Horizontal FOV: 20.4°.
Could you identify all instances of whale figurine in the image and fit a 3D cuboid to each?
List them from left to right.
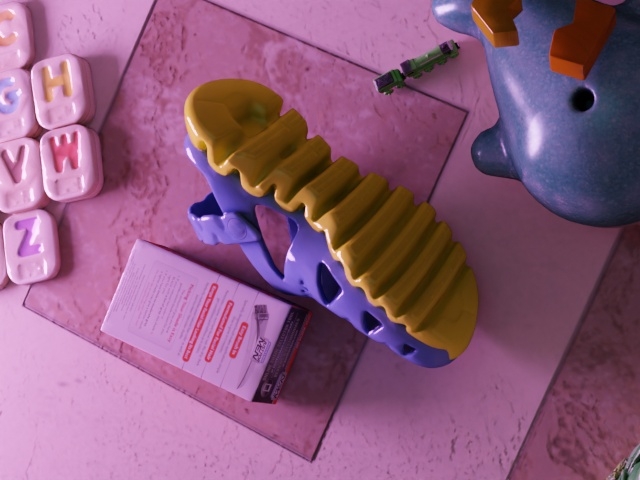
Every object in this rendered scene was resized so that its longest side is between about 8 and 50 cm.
[{"bbox_3d":[0.196,-0.136,1.427,0.216,0.141,0.272,-42,71,14],"label":"whale figurine"}]

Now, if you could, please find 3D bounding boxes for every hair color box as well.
[{"bbox_3d":[-0.102,0.072,1.582,0.167,0.053,0.093,23,92,26],"label":"hair color box"}]

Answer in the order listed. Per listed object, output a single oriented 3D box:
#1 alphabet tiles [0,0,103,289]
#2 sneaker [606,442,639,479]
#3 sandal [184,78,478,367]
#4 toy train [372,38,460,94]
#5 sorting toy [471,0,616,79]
[{"bbox_3d":[-0.342,-0.084,1.723,0.284,0.021,0.278,-12,79,22],"label":"alphabet tiles"},{"bbox_3d":[0.251,0.211,1.372,0.109,0.123,0.295,41,101,22],"label":"sneaker"},{"bbox_3d":[0.000,0.000,1.525,0.317,0.126,0.138,42,134,16],"label":"sandal"},{"bbox_3d":[0.083,-0.151,1.543,0.083,0.024,0.017,-29,73,18],"label":"toy train"},{"bbox_3d":[0.207,-0.261,1.433,0.229,0.041,0.307,20,63,23],"label":"sorting toy"}]
